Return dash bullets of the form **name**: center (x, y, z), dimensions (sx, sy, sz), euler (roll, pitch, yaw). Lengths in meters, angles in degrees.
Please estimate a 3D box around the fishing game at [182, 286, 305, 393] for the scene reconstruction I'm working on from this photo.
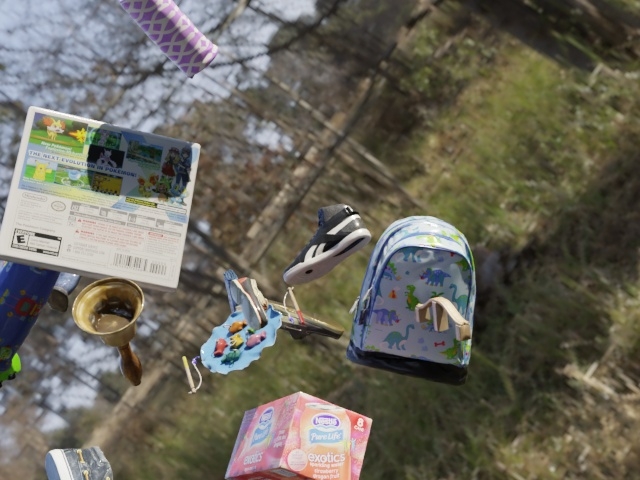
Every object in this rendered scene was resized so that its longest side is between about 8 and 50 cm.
- **fishing game**: center (-0.158, 0.182, 2.033), dimensions (0.264, 0.041, 0.189), euler (-31, 29, 4)

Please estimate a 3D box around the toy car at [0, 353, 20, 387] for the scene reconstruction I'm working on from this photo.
- **toy car**: center (-0.703, 0.291, 2.124), dimensions (0.225, 0.053, 0.239), euler (-36, -60, -55)

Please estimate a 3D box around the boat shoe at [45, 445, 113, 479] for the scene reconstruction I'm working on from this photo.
- **boat shoe**: center (-0.339, 0.379, 1.539), dimensions (0.083, 0.183, 0.065), euler (-4, -42, -32)

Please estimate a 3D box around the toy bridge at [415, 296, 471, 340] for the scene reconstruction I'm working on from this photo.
- **toy bridge**: center (0.228, 0.141, 1.994), dimensions (0.188, 0.026, 0.063), euler (-159, 61, -67)

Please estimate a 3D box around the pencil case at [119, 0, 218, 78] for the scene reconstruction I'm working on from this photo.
- **pencil case**: center (-0.274, -0.395, 1.926), dimensions (0.086, 0.206, 0.088), euler (-19, 33, 40)

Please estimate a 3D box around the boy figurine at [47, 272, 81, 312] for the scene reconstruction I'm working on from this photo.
- **boy figurine**: center (-0.552, 0.015, 2.322), dimensions (0.092, 0.177, 0.285), euler (102, -174, -50)

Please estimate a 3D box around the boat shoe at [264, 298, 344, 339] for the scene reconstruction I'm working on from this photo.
- **boat shoe**: center (-0.054, 0.204, 2.535), dimensions (0.080, 0.223, 0.073), euler (-14, -58, -79)

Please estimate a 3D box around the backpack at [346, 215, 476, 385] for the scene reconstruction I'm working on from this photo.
- **backpack**: center (0.218, 0.124, 2.309), dimensions (0.273, 0.290, 0.355), euler (29, -106, -84)

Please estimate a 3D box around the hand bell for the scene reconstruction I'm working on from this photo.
- **hand bell**: center (-0.359, 0.193, 1.906), dimensions (0.126, 0.126, 0.242), euler (-54, -27, -34)

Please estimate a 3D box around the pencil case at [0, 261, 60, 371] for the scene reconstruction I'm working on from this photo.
- **pencil case**: center (-0.609, 0.106, 2.084), dimensions (0.119, 0.133, 0.306), euler (23, -82, -48)

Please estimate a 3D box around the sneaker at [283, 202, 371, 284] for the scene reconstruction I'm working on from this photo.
- **sneaker**: center (0.000, 0.000, 2.293), dimensions (0.217, 0.121, 0.079), euler (-31, -29, 14)

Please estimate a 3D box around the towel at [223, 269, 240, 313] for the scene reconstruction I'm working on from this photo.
- **towel**: center (-0.181, 0.127, 2.261), dimensions (0.029, 0.119, 0.067), euler (-14, 20, -11)

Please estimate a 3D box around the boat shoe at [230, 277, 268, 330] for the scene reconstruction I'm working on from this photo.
- **boat shoe**: center (-0.107, 0.100, 1.695), dimensions (0.137, 0.043, 0.049), euler (-131, 43, -57)

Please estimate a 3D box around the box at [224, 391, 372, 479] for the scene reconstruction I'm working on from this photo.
- **box**: center (-0.045, 0.388, 1.936), dimensions (0.300, 0.154, 0.142), euler (-35, 35, 62)

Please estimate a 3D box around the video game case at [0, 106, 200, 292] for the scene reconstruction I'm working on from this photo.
- **video game case**: center (-0.406, -0.076, 1.948), dimensions (0.036, 0.329, 0.300), euler (134, 145, -66)
